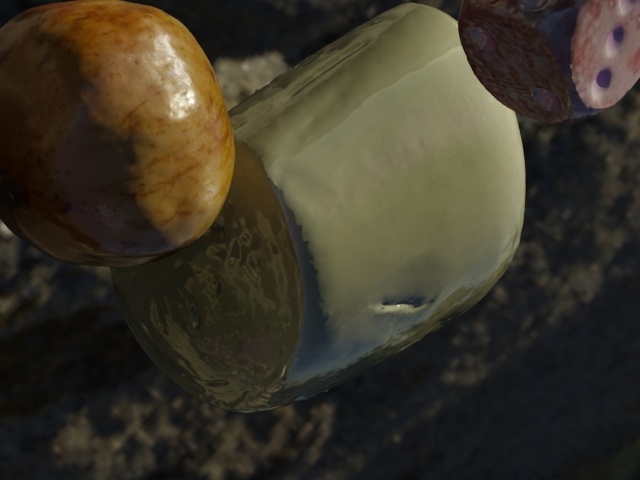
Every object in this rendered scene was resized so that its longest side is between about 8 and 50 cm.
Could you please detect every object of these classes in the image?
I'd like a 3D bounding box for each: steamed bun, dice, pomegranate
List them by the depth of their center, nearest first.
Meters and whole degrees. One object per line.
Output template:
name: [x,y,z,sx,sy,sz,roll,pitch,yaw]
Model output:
dice: [0.149,-0.135,1.182,0.093,0.094,0.091,-46,133,-24]
pomegranate: [-0.187,-0.093,1.623,0.248,0.248,0.248,-31,141,-30]
steamed bun: [0.000,0.000,1.921,0.371,0.290,0.456,-33,174,-27]
